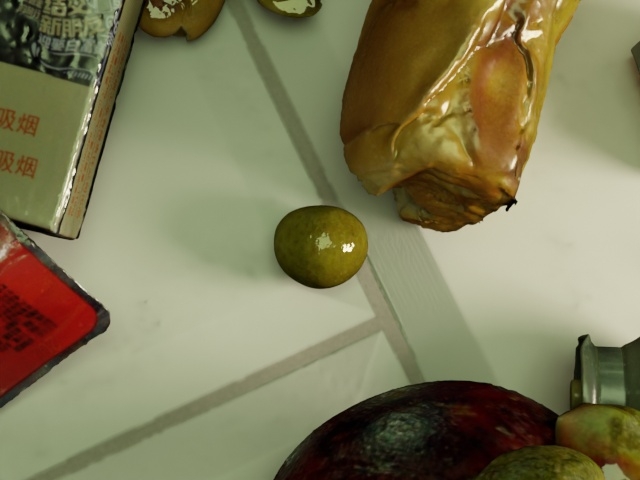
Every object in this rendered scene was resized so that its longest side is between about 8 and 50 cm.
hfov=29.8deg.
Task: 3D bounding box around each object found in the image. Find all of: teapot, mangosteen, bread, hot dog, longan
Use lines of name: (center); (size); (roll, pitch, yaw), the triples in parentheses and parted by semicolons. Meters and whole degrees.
teapot: (0.254, 0.139, 0.932); (0.119, 0.130, 0.165); (1, 110, 9)
mangosteen: (0.096, 0.226, 0.793); (0.300, 0.300, 0.300); (1, 78, -6)
bread: (0.118, -0.182, 0.942); (0.149, 0.195, 0.344); (23, 74, -7)
hot dog: (-0.120, -0.234, 0.995); (0.090, 0.060, 0.140); (-4, 88, -8)
longan: (0.000, 0.000, 0.955); (0.075, 0.075, 0.083); (0, 37, -6)

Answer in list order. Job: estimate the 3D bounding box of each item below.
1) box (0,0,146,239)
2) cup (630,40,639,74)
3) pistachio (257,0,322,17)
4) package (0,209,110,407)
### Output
box: (-0.244, -0.173, 0.920); (0.198, 0.084, 0.310); (16, 88, 2)
cup: (0.329, -0.127, 0.984); (0.095, 0.128, 0.129); (-12, 82, -10)
pistachio: (-0.035, -0.265, 1.014); (0.089, 0.049, 0.173); (-17, 87, -3)
package: (-0.305, 0.022, 0.860); (0.194, 0.071, 0.269); (-32, 106, 14)
